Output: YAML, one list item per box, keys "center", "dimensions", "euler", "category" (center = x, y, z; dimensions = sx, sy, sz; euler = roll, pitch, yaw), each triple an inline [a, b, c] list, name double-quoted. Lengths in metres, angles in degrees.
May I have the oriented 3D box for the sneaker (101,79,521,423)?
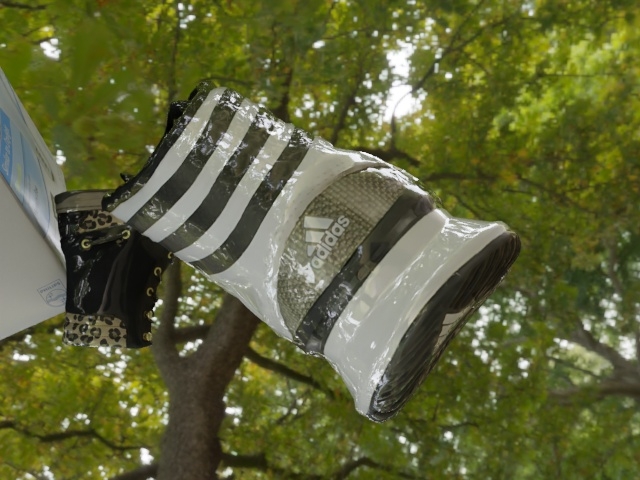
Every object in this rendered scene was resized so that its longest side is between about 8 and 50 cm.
- center: [0.001, -0.001, 0.558]
  dimensions: [0.169, 0.257, 0.447]
  euler: [-51, -14, -5]
  category: "sneaker"

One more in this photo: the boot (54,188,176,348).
- center: [-0.184, 0.032, 0.827]
  dimensions: [0.236, 0.085, 0.178]
  euler: [1, -92, -13]
  category: "boot"

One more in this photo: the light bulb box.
- center: [-0.476, -0.105, 0.841]
  dimensions: [0.225, 0.358, 0.361]
  euler: [-25, -50, -8]
  category: "light bulb box"
